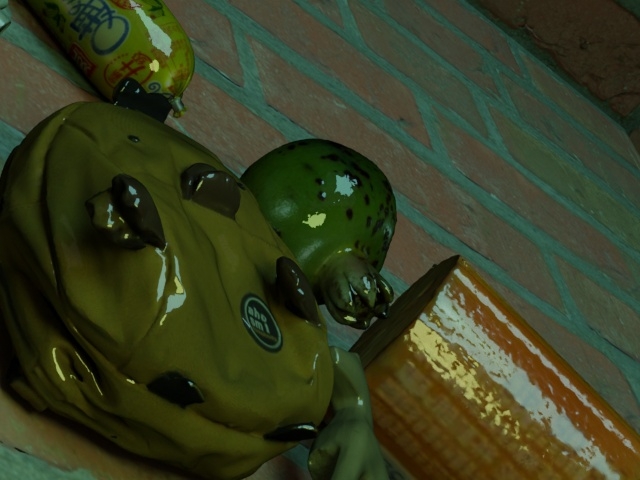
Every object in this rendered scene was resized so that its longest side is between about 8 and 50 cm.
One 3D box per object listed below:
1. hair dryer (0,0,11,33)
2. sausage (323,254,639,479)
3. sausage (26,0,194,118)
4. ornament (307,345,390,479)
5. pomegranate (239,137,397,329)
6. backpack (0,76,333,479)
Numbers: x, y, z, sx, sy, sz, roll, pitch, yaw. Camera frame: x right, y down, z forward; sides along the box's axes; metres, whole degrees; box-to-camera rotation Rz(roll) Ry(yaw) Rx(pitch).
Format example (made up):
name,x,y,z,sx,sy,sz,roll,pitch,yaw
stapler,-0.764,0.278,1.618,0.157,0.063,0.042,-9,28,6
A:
name,x,y,z,sx,sy,sz,roll,pitch,yaw
hair dryer,-0.356,-0.250,1.900,0.063,0.038,0.124,47,13,-4
sausage,0.163,0.192,1.824,0.287,0.233,0.233,44,21,-2
sausage,-0.262,-0.278,1.997,0.347,0.123,0.123,51,21,9
ornament,0.031,0.222,1.618,0.245,0.061,0.230,-62,136,-71
pomegranate,0.000,0.000,1.887,0.202,0.202,0.248,22,25,-49
backpack,-0.144,0.028,1.561,0.353,0.201,0.378,27,31,-51
